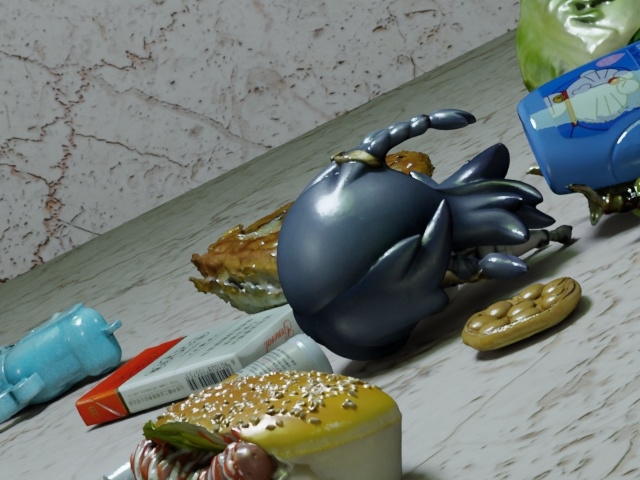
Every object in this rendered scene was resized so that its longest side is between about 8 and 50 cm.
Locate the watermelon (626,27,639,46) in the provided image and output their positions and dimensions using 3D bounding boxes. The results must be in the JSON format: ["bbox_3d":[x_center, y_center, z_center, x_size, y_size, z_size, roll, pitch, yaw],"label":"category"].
[{"bbox_3d":[0.354,-0.156,1.910,0.140,0.141,0.187,-31,5,-23],"label":"watermelon"}]

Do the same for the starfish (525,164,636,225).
[{"bbox_3d":[0.285,-0.060,1.799,0.208,0.053,0.176,-8,21,44],"label":"starfish"}]

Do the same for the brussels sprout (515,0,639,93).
[{"bbox_3d":[0.329,-0.226,2.192,0.219,0.210,0.271,-5,21,1],"label":"brussels sprout"}]

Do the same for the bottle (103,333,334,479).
[{"bbox_3d":[-0.089,0.154,1.657,0.217,0.060,0.060,-29,8,-24],"label":"bottle"}]

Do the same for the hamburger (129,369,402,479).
[{"bbox_3d":[-0.038,0.148,1.345,0.173,0.116,0.210,-28,8,-27],"label":"hamburger"}]

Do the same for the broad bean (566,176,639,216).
[{"bbox_3d":[0.375,-0.084,1.677,0.325,0.067,0.075,-28,-24,6],"label":"broad bean"}]

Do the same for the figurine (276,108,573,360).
[{"bbox_3d":[0.085,-0.003,1.748,0.265,0.197,0.175,-39,-11,-38],"label":"figurine"}]

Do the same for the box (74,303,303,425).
[{"bbox_3d":[-0.131,0.128,2.033,0.245,0.035,0.139,-21,11,38],"label":"box"}]

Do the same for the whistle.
[{"bbox_3d":[-0.355,0.158,2.379,0.274,0.093,0.186,-28,8,19],"label":"whistle"}]

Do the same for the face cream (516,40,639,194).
[{"bbox_3d":[0.315,-0.130,1.761,0.264,0.083,0.149,-23,43,4],"label":"face cream"}]

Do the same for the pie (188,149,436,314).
[{"bbox_3d":[0.000,-0.001,2.136,0.308,0.085,0.308,-19,16,6],"label":"pie"}]

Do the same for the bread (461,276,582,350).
[{"bbox_3d":[0.163,0.059,1.567,0.110,0.024,0.110,-25,9,4],"label":"bread"}]
